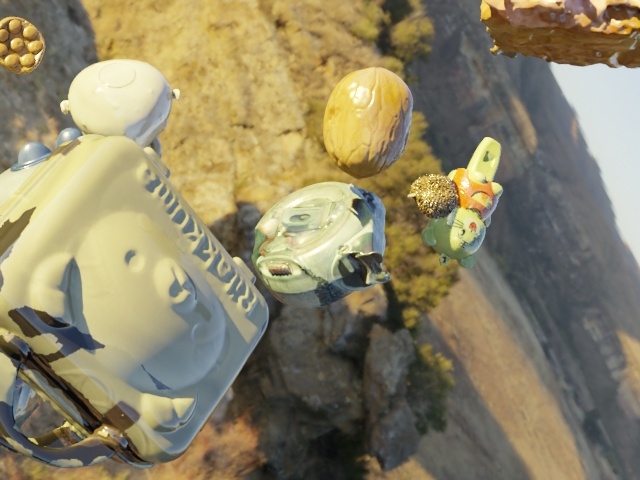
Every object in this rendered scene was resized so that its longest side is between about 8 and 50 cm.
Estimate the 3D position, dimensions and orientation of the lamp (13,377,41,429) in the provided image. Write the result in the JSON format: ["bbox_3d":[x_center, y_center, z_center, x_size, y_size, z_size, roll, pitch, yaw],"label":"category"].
[{"bbox_3d":[-0.476,0.158,1.133,0.233,0.233,0.266,33,58,-63],"label":"lamp"}]

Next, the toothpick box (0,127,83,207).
[{"bbox_3d":[-0.425,-0.011,1.499,0.263,0.262,0.355,-83,156,-66],"label":"toothpick box"}]

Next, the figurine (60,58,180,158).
[{"bbox_3d":[-0.389,-0.160,1.735,0.394,0.226,0.275,95,-12,-48],"label":"figurine"}]

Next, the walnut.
[{"bbox_3d":[0.086,-0.214,1.574,0.167,0.167,0.207,-4,106,-75],"label":"walnut"}]

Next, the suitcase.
[{"bbox_3d":[-0.242,0.095,0.977,0.352,0.193,0.339,53,52,-28],"label":"suitcase"}]

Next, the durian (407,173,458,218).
[{"bbox_3d":[0.191,-0.075,1.472,0.080,0.091,0.080,173,-90,-70],"label":"durian"}]

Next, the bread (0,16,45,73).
[{"bbox_3d":[-0.584,-0.376,1.654,0.024,0.110,0.110,-3,-55,56],"label":"bread"}]

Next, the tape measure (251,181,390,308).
[{"bbox_3d":[0.000,0.000,1.649,0.256,0.274,0.147,-81,149,-50],"label":"tape measure"}]

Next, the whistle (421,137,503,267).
[{"bbox_3d":[0.297,-0.076,1.723,0.131,0.289,0.106,31,-14,-19],"label":"whistle"}]

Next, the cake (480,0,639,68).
[{"bbox_3d":[0.426,-0.452,1.358,0.293,0.314,0.307,7,94,-70],"label":"cake"}]
